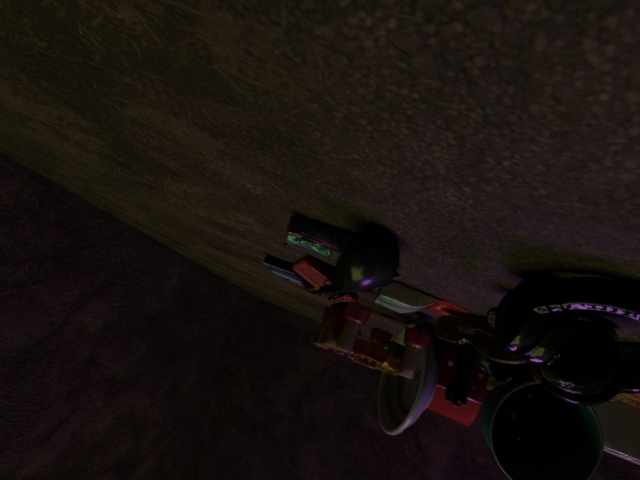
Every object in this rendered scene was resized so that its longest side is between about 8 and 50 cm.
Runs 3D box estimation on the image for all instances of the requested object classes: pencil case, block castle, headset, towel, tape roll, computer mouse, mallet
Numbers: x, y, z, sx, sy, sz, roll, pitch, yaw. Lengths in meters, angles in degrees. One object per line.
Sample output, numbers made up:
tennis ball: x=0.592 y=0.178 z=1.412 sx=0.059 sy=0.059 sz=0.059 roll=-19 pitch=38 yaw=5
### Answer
pencil case: x=0.000 y=0.000 z=0.975 sx=0.152 sy=0.064 sz=0.070 roll=18 pitch=-168 yaw=18
block castle: x=0.165 y=0.325 z=1.660 sx=0.303 sy=0.212 sz=0.453 roll=24 pitch=166 yaw=-6
headset: x=0.370 y=0.186 z=0.749 sx=0.243 sy=0.185 sz=0.394 roll=40 pitch=148 yaw=-16
towel: x=0.006 y=0.132 z=1.471 sx=0.199 sy=0.031 sz=0.275 roll=41 pitch=165 yaw=-4
tape roll: x=0.933 y=0.568 z=1.399 sx=0.246 sy=0.169 sz=0.246 roll=22 pitch=167 yaw=5
computer mouse: x=0.095 y=0.071 z=0.934 sx=0.189 sy=0.072 sz=0.272 roll=-16 pitch=161 yaw=-8
mallet: x=0.019 y=0.191 z=1.783 sx=0.190 sy=0.039 sz=0.062 roll=6 pitch=158 yaw=42

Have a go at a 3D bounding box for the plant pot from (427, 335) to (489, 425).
plant pot: x=0.505 y=0.501 z=1.737 sx=0.267 sy=0.267 sz=0.235 roll=22 pitch=155 yaw=7

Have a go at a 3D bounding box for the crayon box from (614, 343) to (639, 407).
crayon box: x=0.645 y=0.280 z=0.947 sx=0.202 sy=0.081 sz=0.318 roll=24 pitch=168 yaw=-3

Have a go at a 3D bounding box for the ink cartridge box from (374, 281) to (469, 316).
ink cartridge box: x=0.265 y=0.179 z=1.267 sx=0.225 sy=0.056 sz=0.181 roll=24 pitch=167 yaw=7

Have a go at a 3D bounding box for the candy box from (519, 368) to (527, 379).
candy box: x=0.768 y=0.490 z=1.590 sx=0.233 sy=0.071 sz=0.159 roll=22 pitch=167 yaw=2

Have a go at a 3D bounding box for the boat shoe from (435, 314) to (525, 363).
boat shoe: x=0.427 y=0.245 z=1.197 sx=0.095 sy=0.095 sz=0.257 roll=15 pitch=-179 yaw=-42

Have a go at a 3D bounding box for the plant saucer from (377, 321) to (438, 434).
plant saucer: x=0.325 y=0.495 z=1.662 sx=0.101 sy=0.400 sz=0.400 roll=20 pitch=168 yaw=-7

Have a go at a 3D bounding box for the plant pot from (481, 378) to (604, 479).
plant pot: x=0.565 y=0.500 z=1.270 sx=0.272 sy=0.271 sz=0.255 roll=22 pitch=175 yaw=7

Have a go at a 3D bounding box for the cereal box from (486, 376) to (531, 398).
cereal box: x=0.692 y=0.517 z=1.532 sx=0.240 sy=0.047 sz=0.173 roll=25 pitch=168 yaw=-25

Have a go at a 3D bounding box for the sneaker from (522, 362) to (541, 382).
sneaker: x=0.578 y=0.307 z=1.162 sx=0.093 sy=0.088 sz=0.225 roll=13 pitch=-179 yaw=12

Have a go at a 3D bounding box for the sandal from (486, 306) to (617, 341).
sandal: x=0.427 y=0.154 z=0.874 sx=0.219 sy=0.060 sz=0.090 roll=2 pitch=133 yaw=20

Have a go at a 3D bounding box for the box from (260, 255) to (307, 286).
box: x=-0.127 y=0.112 z=1.704 sx=0.136 sy=0.036 sz=0.225 roll=20 pitch=168 yaw=14

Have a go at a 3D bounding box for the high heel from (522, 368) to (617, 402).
high heel: x=0.741 y=0.411 z=1.323 sx=0.186 sy=0.093 sz=0.261 roll=20 pitch=170 yaw=-32

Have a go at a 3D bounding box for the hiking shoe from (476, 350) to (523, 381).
hiking shoe: x=0.529 y=0.376 z=1.455 sx=0.132 sy=0.113 sz=0.304 roll=11 pitch=162 yaw=41
